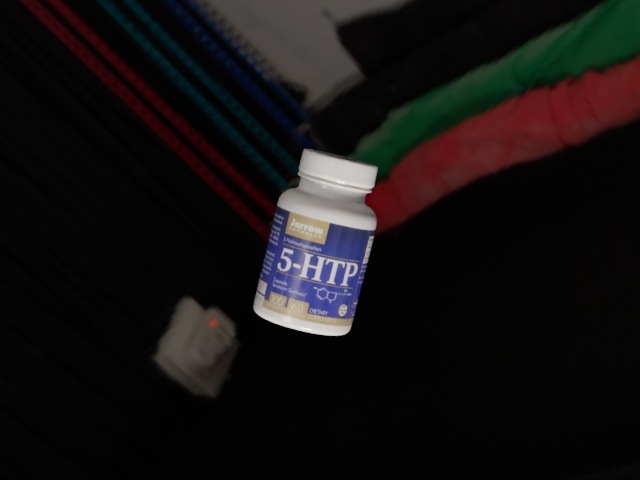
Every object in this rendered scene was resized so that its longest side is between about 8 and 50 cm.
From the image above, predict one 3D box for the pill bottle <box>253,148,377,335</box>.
[{"bbox_3d":[0.000,0.000,1.304,0.112,0.112,0.187,-152,-106,-66],"label":"pill bottle"}]
